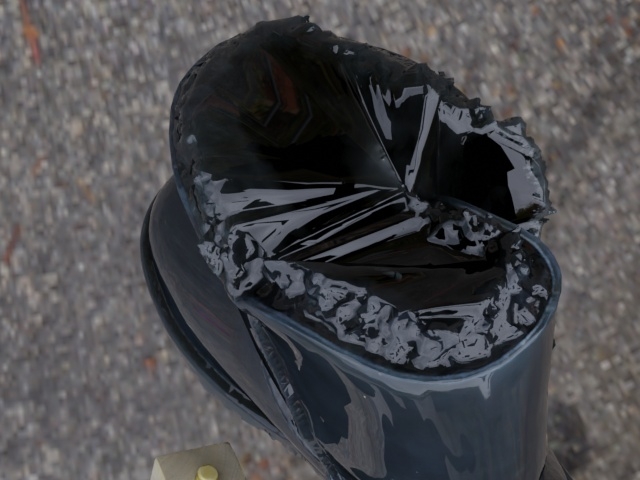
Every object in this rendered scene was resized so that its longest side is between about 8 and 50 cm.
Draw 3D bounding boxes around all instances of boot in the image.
[{"bbox_3d":[0.000,0.000,0.571,0.094,0.246,0.207,-31,142,-11],"label":"boot"}]

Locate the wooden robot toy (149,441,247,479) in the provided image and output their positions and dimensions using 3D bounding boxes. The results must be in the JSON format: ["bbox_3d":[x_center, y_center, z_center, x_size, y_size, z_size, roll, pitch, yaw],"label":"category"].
[{"bbox_3d":[-0.013,0.153,0.582,0.076,0.173,0.079,-24,149,-34],"label":"wooden robot toy"}]
